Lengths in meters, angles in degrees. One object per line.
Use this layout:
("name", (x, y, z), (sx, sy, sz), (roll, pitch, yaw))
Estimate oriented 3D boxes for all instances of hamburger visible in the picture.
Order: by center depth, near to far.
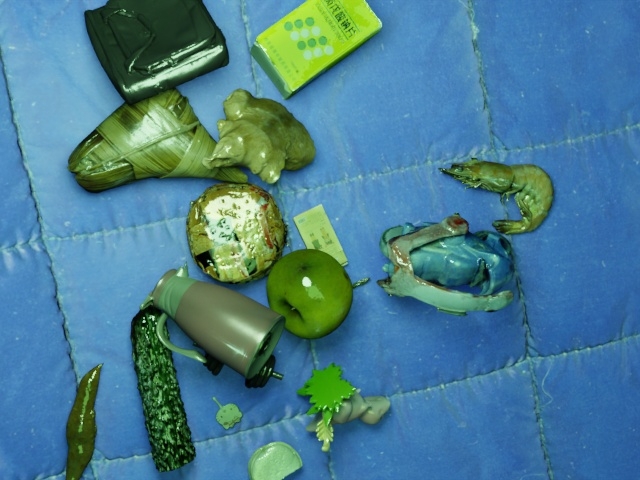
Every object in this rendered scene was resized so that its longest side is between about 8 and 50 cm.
("hamburger", (-0.176, -0.016, 1.727), (0.231, 0.107, 0.230), (0, 89, -5))
("hamburger", (-0.108, 0.492, 1.800), (0.121, 0.054, 0.084), (-25, 94, -11))

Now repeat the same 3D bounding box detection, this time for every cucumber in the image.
("cucumber", (-0.344, 0.305, 1.718), (0.096, 0.096, 0.359), (-12, 96, -10))

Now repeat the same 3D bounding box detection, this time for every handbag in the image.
("handbag", (-0.331, -0.412, 1.615), (0.244, 0.088, 0.275), (-25, 62, -7))

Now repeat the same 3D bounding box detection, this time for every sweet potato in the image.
("sweet potato", (-0.503, 0.390, 1.710), (0.067, 0.067, 0.273), (11, 90, -11))

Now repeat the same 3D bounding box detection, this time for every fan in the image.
("fan", (-0.212, 0.377, 1.794), (0.056, 0.004, 0.083), (-37, 99, -7))

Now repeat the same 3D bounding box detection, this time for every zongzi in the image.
("zongzi", (-0.333, -0.151, 1.671), (0.286, 0.134, 0.288), (-43, 100, -4))

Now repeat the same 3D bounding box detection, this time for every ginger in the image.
("ginger", (-0.139, -0.212, 1.658), (0.123, 0.270, 0.218), (-36, 81, 32))

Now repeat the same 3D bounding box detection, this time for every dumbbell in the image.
("dumbbell", (-0.176, 0.258, 1.744), (0.209, 0.099, 0.099), (24, 89, -12))

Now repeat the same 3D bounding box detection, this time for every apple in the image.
("apple", (-0.021, 0.111, 1.722), (0.196, 0.196, 0.157), (49, 52, -10))

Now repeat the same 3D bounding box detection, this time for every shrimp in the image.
("shrimp", (0.401, -0.100, 1.859), (0.296, 0.058, 0.169), (6, 95, -15))

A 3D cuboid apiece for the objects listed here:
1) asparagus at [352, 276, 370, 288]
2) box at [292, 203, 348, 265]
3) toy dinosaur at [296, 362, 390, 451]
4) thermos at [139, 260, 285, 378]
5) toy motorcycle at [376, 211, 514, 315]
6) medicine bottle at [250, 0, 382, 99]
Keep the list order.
("asparagus", (0.041, 0.123, 1.822), (0.163, 0.016, 0.016), (-31, 73, -8))
("box", (0.000, 0.000, 1.802), (0.073, 0.020, 0.149), (-26, 98, -9))
("toy dinosaur", (0.044, 0.364, 1.801), (0.194, 0.152, 0.177), (-37, 128, -13))
("thermos", (-0.225, 0.167, 1.650), (0.265, 0.146, 0.176), (27, 93, 12))
("toy motorcycle", (0.283, 0.067, 1.777), (0.319, 0.182, 0.240), (1, 66, -11))
("medicine bottle", (-0.011, -0.426, 1.714), (0.250, 0.141, 0.137), (-37, 96, -7))
